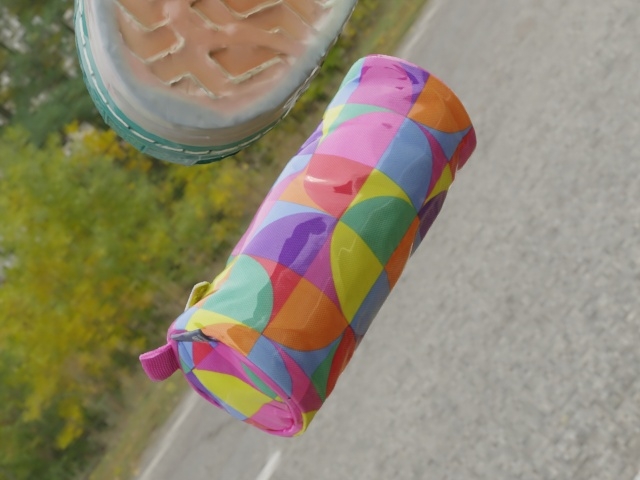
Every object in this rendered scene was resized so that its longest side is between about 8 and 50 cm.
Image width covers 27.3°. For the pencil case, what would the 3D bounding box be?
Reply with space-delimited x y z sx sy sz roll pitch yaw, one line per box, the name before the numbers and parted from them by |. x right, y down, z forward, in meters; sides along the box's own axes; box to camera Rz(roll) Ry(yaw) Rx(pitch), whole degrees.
pencil case | 0.000 0.000 0.773 0.236 0.104 0.104 -54 10 -26

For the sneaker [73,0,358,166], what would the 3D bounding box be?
sneaker | -0.046 -0.135 0.554 0.121 0.108 0.302 124 158 -49
